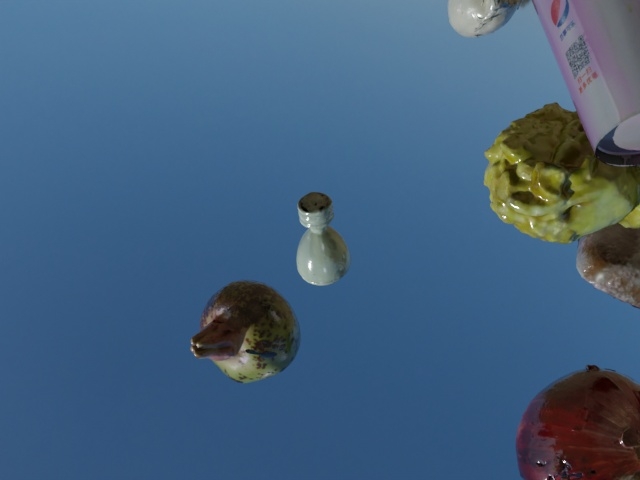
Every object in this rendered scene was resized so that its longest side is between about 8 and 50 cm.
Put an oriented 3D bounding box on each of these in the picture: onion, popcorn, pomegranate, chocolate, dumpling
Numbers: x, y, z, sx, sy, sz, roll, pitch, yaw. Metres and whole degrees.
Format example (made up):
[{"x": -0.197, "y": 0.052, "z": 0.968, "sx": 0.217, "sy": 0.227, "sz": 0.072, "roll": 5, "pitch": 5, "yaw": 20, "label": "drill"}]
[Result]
[{"x": 0.577, "y": 0.420, "z": 1.483, "sx": 0.341, "sy": 0.341, "sz": 0.341, "roll": 13, "pitch": -154, "yaw": -7, "label": "onion"}, {"x": 0.391, "y": -0.113, "z": 1.117, "sx": 0.286, "sy": 0.173, "sz": 0.225, "roll": -7, "pitch": -134, "yaw": -2, "label": "popcorn"}, {"x": -0.166, "y": 0.188, "z": 1.439, "sx": 0.214, "sy": 0.214, "sz": 0.248, "roll": 33, "pitch": -153, "yaw": 30, "label": "pomegranate"}, {"x": 0.657, "y": 0.008, "z": 1.552, "sx": 0.185, "sy": 0.100, "sz": 0.303, "roll": 21, "pitch": -142, "yaw": 10, "label": "chocolate"}, {"x": 0.281, "y": -0.449, "z": 1.258, "sx": 0.142, "sy": 0.172, "sz": 0.247, "roll": -22, "pitch": -175, "yaw": 2, "label": "dumpling"}]

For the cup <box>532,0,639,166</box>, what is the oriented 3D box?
[{"x": 0.346, "y": -0.241, "z": 0.822, "sx": 0.203, "sy": 0.203, "sz": 0.288, "roll": 4, "pitch": -115, "yaw": -23, "label": "cup"}]

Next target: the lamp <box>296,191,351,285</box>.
[{"x": 0.000, "y": 0.000, "z": 1.326, "sx": 0.106, "sy": 0.193, "sz": 0.106, "roll": -6, "pitch": -141, "yaw": 5, "label": "lamp"}]

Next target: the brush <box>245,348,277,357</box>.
[{"x": -0.103, "y": 0.195, "z": 1.247, "sx": 0.083, "sy": 0.024, "sz": 0.008, "roll": 22, "pitch": -133, "yaw": -54, "label": "brush"}]
